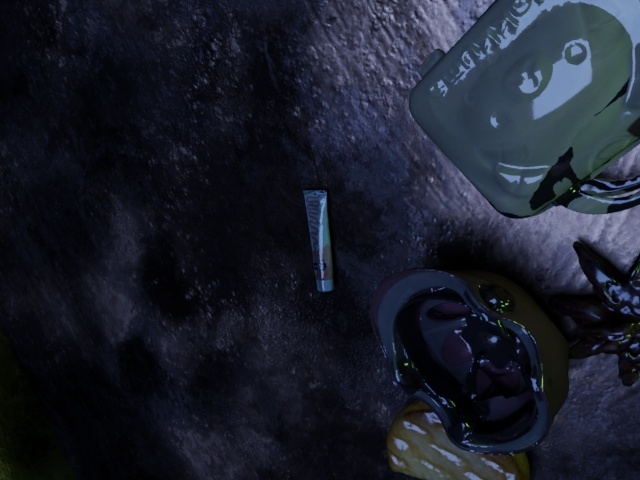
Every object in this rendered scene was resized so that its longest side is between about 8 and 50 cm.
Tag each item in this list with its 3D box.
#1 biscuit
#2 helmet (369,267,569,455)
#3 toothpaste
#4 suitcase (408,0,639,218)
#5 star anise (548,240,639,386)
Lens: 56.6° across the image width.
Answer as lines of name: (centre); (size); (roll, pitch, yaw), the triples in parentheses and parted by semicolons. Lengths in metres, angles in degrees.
biscuit: (0.262, 0.393, 1.134); (0.274, 0.091, 0.213); (13, 118, 30)
helmet: (0.262, 0.168, 0.979); (0.338, 0.197, 0.271); (49, 135, 18)
toothpaste: (0.000, 0.000, 1.185); (0.056, 0.036, 0.205); (2, 106, 34)
suitcase: (0.332, -0.193, 0.793); (0.339, 0.194, 0.351); (50, 127, 4)
star anise: (0.469, 0.112, 0.882); (0.272, 0.102, 0.271); (10, 112, 27)
